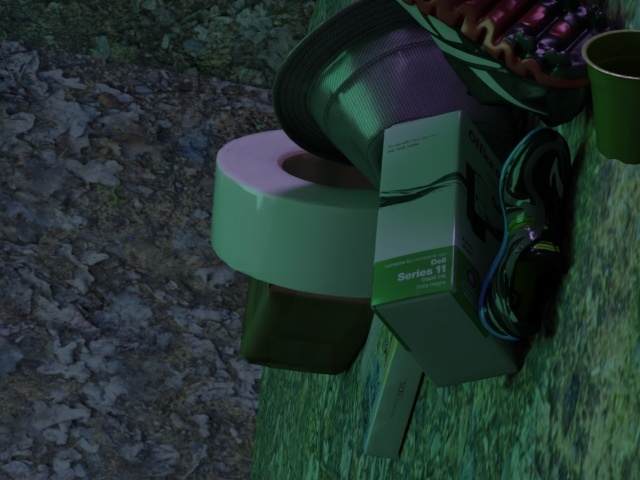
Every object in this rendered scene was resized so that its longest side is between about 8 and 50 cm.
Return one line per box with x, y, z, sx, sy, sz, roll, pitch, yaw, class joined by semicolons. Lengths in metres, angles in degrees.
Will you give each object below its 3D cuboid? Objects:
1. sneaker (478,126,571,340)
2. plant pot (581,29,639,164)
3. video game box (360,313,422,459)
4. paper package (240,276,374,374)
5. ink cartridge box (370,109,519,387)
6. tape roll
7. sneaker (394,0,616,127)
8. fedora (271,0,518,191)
0.189;-0.004;1.674;0.078;0.067;0.188;13;91;63;sneaker
0.229;-0.101;1.405;0.083;0.083;0.079;-90;0;-58;plant pot
0.091;0.125;2.316;0.187;0.048;0.205;-86;9;-57;video game box
0.000;0.000;2.775;0.325;0.168;0.309;115;164;-68;paper package
0.120;0.007;1.788;0.153;0.087;0.208;49;-144;-45;ink cartridge box
0.025;-0.034;2.087;0.286;0.286;0.100;-99;13;-71;tape roll
0.136;-0.192;1.696;0.097;0.276;0.135;-42;-27;-24;sneaker
0.096;-0.121;1.920;0.244;0.275;0.124;-36;56;20;fedora
